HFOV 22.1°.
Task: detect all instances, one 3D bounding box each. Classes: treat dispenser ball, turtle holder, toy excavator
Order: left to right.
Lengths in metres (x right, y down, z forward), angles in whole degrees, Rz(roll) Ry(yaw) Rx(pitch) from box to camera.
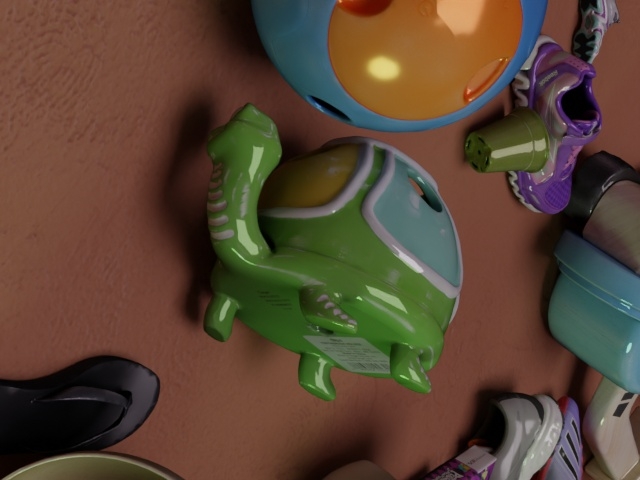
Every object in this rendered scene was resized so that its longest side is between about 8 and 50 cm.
[{"bbox_3d":[-0.001,0.007,1.689,0.320,0.243,0.227,25,67,-12],"label":"turtle holder"},{"bbox_3d":[0.076,-0.247,1.582,0.288,0.288,0.288,-23,123,-41],"label":"treat dispenser ball"},{"bbox_3d":[0.428,0.144,2.256,0.433,0.222,0.445,15,109,-51],"label":"toy excavator"}]

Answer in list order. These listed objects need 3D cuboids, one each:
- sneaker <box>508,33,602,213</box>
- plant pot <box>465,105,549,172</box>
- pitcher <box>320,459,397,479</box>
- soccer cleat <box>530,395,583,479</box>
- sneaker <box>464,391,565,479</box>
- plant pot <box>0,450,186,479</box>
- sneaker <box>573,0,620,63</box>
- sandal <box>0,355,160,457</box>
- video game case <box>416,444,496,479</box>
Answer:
[{"bbox_3d":[0.297,-0.132,2.027,0.095,0.104,0.236,-31,129,-38],"label":"sneaker"},{"bbox_3d":[0.219,-0.113,1.977,0.079,0.083,0.083,-17,119,-30],"label":"plant pot"},{"bbox_3d":[0.013,0.370,1.933,0.207,0.125,0.178,-48,166,-19],"label":"pitcher"},{"bbox_3d":[0.326,0.334,2.229,0.083,0.095,0.248,126,-17,-61],"label":"soccer cleat"},{"bbox_3d":[0.222,0.322,2.168,0.108,0.100,0.271,15,97,-28],"label":"sneaker"},{"bbox_3d":[-0.202,0.332,1.580,0.191,0.284,0.284,-14,123,-85],"label":"plant pot"},{"bbox_3d":[0.358,-0.271,2.085,0.069,0.038,0.098,-9,114,-45],"label":"sneaker"},{"bbox_3d":[-0.252,0.172,1.580,0.254,0.054,0.097,-6,111,-47],"label":"sandal"},{"bbox_3d":[0.110,0.371,1.895,0.210,0.042,0.232,-21,133,-54],"label":"video game case"}]
